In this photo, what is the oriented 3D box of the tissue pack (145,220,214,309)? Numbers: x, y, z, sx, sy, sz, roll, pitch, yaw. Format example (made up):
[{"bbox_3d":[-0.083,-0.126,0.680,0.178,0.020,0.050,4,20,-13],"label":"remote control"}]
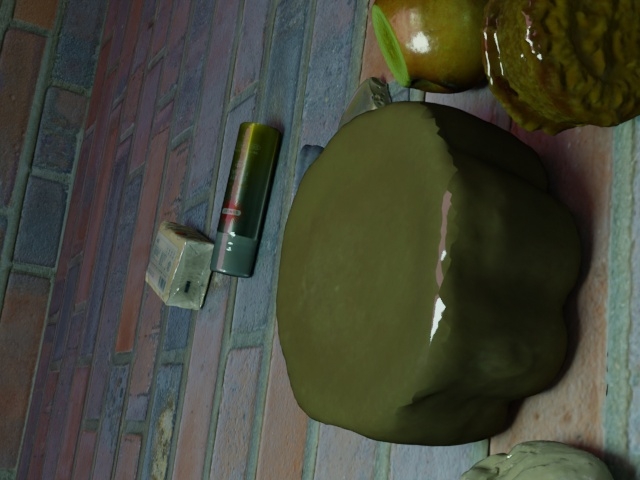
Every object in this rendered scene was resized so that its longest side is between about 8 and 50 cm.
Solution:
[{"bbox_3d":[-0.301,0.051,1.822,0.196,0.092,0.148,29,104,61],"label":"tissue pack"}]

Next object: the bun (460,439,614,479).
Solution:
[{"bbox_3d":[0.179,0.287,0.769,0.231,0.133,0.231,-40,43,52],"label":"bun"}]

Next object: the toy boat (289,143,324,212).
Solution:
[{"bbox_3d":[0.005,0.010,1.168,0.078,0.127,0.283,3,99,23],"label":"toy boat"}]

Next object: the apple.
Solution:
[{"bbox_3d":[0.143,-0.256,1.060,0.146,0.163,0.147,24,-116,-75],"label":"apple"}]

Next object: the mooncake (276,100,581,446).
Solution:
[{"bbox_3d":[0.112,0.042,0.953,0.378,0.200,0.379,-27,58,57],"label":"mooncake"}]

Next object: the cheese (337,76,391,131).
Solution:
[{"bbox_3d":[0.046,-0.163,1.333,0.192,0.037,0.097,-52,34,39],"label":"cheese"}]

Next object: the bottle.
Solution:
[{"bbox_3d":[-0.141,-0.074,1.592,0.082,0.082,0.286,2,80,62],"label":"bottle"}]

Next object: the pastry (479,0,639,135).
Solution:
[{"bbox_3d":[0.250,-0.194,0.806,0.103,0.188,0.189,-172,96,-71],"label":"pastry"}]
